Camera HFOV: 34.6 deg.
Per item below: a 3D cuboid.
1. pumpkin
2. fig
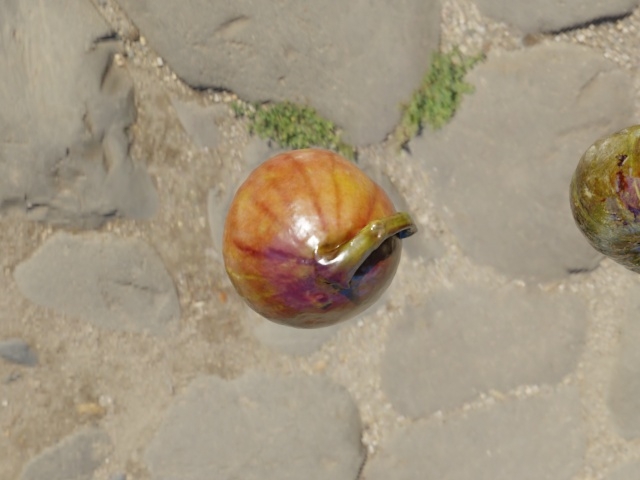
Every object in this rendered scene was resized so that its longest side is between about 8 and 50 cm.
[{"bbox_3d":[0.399,-0.059,1.185,0.219,0.162,0.219,12,152,6],"label":"pumpkin"},{"bbox_3d":[-0.002,0.000,1.066,0.205,0.205,0.205,-7,125,-10],"label":"fig"}]
